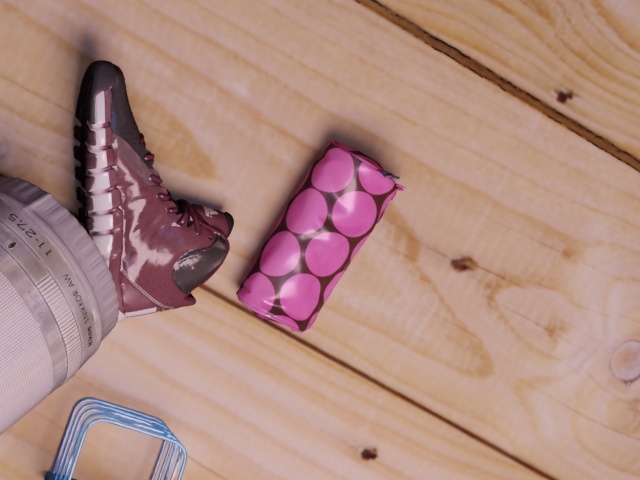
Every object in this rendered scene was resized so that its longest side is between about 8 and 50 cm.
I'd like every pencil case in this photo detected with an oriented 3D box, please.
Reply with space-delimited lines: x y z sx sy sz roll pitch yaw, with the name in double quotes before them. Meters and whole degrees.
"pencil case" 0.000 0.000 1.892 0.098 0.095 0.209 33 91 -28

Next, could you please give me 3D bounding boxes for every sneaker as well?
"sneaker" -0.173 -0.054 1.855 0.163 0.106 0.281 -4 107 -16

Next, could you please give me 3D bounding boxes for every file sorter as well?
"file sorter" -0.211 0.235 1.834 0.118 0.170 0.104 19 88 -12

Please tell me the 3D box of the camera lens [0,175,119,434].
"camera lens" -0.362 0.091 1.721 0.274 0.219 0.219 -40 103 -34
